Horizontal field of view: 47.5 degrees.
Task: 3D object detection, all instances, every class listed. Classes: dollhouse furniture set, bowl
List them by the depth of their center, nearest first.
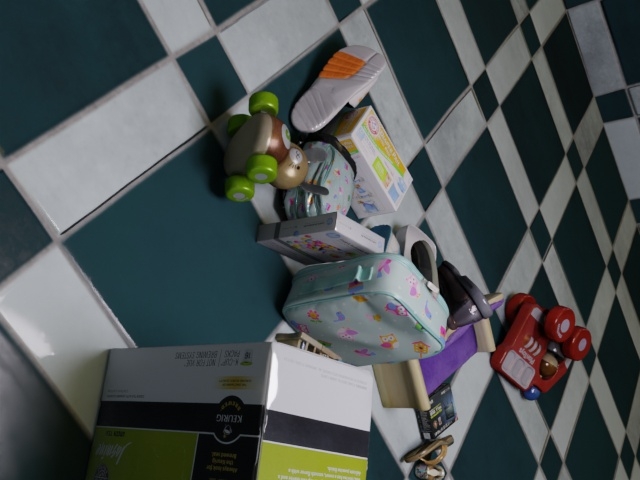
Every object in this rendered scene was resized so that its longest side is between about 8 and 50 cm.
[{"bbox_3d":[0.014,0.244,1.282,0.129,0.183,0.129,39,54,-40],"label":"dollhouse furniture set"},{"bbox_3d":[0.207,0.049,1.665,0.142,0.053,0.142,35,56,-44],"label":"bowl"}]

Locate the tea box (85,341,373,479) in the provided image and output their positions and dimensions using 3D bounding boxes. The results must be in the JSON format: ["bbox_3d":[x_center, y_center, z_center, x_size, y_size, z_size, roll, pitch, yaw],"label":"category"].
[{"bbox_3d":[-0.131,0.317,0.973,0.220,0.328,0.324,28,63,-45],"label":"tea box"}]

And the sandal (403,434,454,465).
[{"bbox_3d":[0.251,0.472,1.613,0.180,0.072,0.049,7,56,-55],"label":"sandal"}]

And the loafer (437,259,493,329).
[{"bbox_3d":[0.275,0.117,1.550,0.109,0.095,0.302,56,1,-9],"label":"loafer"}]

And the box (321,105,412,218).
[{"bbox_3d":[0.092,-0.163,1.528,0.203,0.103,0.114,55,45,-28],"label":"box"}]

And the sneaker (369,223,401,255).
[{"bbox_3d":[0.116,0.078,1.524,0.092,0.087,0.229,56,48,-38],"label":"sneaker"}]

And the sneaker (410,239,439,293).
[{"bbox_3d":[0.181,0.092,1.508,0.083,0.118,0.222,88,-1,-52],"label":"sneaker"}]

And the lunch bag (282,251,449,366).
[{"bbox_3d":[0.083,0.124,1.317,0.224,0.279,0.108,48,44,-30],"label":"lunch bag"}]

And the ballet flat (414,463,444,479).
[{"bbox_3d":[0.256,0.525,1.638,0.114,0.041,0.041,25,64,-46],"label":"ballet flat"}]

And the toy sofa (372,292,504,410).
[{"bbox_3d":[0.281,0.238,1.621,0.362,0.177,0.150,-22,101,-51],"label":"toy sofa"}]

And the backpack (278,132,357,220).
[{"bbox_3d":[-0.001,-0.102,1.393,0.152,0.115,0.182,48,51,-37],"label":"backpack"}]

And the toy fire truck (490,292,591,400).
[{"bbox_3d":[0.609,0.311,2.048,0.302,0.169,0.254,41,77,-38],"label":"toy fire truck"}]

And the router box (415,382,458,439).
[{"bbox_3d":[0.267,0.393,1.679,0.122,0.038,0.092,-19,96,-51],"label":"router box"}]

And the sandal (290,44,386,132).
[{"bbox_3d":[0.029,-0.303,1.501,0.265,0.102,0.076,-47,164,-22],"label":"sandal"}]

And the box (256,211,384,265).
[{"bbox_3d":[0.000,0.000,1.315,0.145,0.186,0.038,28,62,-46],"label":"box"}]

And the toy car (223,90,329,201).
[{"bbox_3d":[-0.061,-0.142,1.271,0.188,0.149,0.155,16,60,-31],"label":"toy car"}]
